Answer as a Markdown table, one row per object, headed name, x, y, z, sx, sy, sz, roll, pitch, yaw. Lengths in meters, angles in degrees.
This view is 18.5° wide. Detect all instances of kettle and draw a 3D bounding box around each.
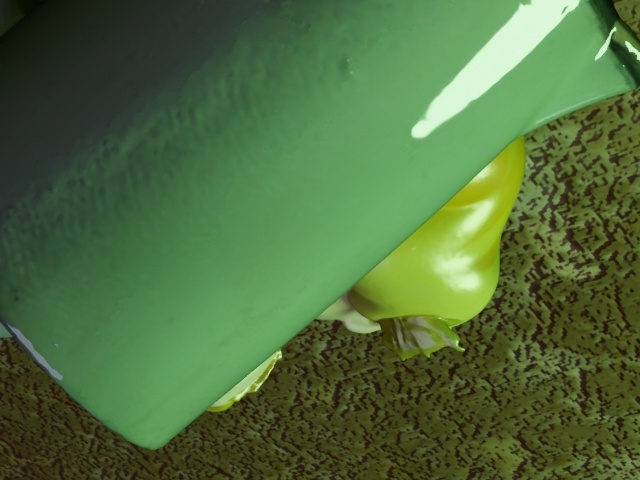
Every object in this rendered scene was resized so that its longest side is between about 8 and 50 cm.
| name | x | y | z | sx | sy | sz | roll | pitch | yaw |
| --- | --- | --- | --- | --- | --- | --- | --- | --- | --- |
| kettle | -0.037 | -0.081 | 0.759 | 0.255 | 0.165 | 0.240 | -39 | 94 | 6 |

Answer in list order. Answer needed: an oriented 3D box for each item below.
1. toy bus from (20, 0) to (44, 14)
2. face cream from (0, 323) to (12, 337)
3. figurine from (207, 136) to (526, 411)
| name | x | y | z | sx | sy | sz | roll | pitch | yaw |
| --- | --- | --- | --- | --- | --- | --- | --- | --- | --- |
| toy bus | -0.169 | -0.119 | 0.868 | 0.175 | 0.088 | 0.101 | 17 | 144 | -3 |
| face cream | -0.183 | 0.000 | 1.045 | 0.291 | 0.071 | 0.144 | -5 | 140 | 23 |
| figurine | 0.000 | 0.000 | 0.918 | 0.246 | 0.131 | 0.156 | -32 | 84 | 21 |
